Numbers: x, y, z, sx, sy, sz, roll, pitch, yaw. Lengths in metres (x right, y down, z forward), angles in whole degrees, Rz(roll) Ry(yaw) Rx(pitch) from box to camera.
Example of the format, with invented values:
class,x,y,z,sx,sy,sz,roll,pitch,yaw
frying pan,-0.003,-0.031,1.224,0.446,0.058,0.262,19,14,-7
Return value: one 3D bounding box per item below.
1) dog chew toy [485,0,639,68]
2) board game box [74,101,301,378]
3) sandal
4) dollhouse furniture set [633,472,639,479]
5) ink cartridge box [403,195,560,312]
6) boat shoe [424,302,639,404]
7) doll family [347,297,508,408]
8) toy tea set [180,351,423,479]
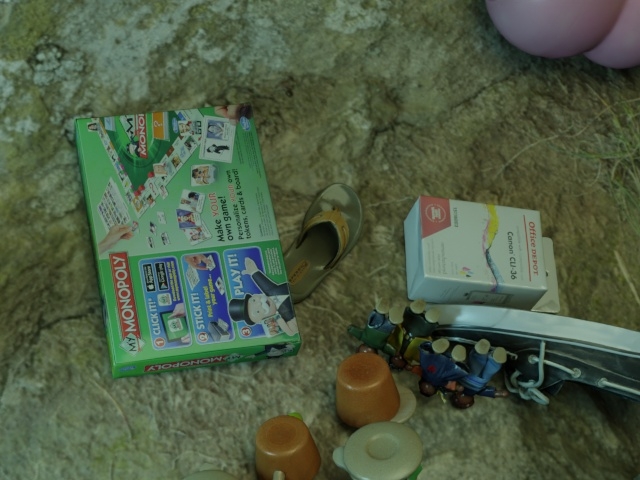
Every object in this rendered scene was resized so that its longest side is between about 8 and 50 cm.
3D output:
class,x,y,z,sx,sy,sz,roll,pitch,yaw
dog chew toy,0.387,-0.321,2.125,0.332,0.206,0.206,15,58,-19
board game box,-0.157,-0.006,1.843,0.213,0.046,0.317,-6,64,-12
sandal,0.000,0.000,1.901,0.072,0.049,0.180,34,58,3
dollhouse furniture set,0.434,0.308,1.811,0.144,0.151,0.123,4,61,-13
ink cartridge box,0.207,0.019,1.947,0.198,0.067,0.115,6,60,-15
boat shoe,0.263,0.139,1.876,0.306,0.113,0.105,10,87,-1
doll family,0.125,0.136,1.834,0.193,0.111,0.076,35,45,12
toy tea set,0.002,0.273,1.738,0.336,0.124,0.200,-38,49,-27
